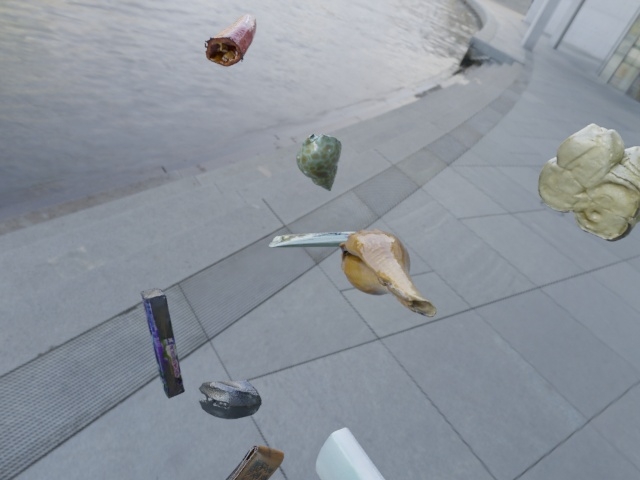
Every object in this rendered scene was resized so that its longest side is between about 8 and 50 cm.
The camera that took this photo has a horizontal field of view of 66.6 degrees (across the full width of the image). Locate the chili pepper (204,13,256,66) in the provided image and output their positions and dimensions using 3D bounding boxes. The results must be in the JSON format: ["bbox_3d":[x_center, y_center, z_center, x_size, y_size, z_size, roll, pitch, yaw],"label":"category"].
[{"bbox_3d":[-0.175,-0.440,1.041,0.088,0.065,0.169,5,47,19],"label":"chili pepper"}]

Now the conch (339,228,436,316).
[{"bbox_3d":[0.095,0.035,0.692,0.093,0.110,0.330,-24,13,-12],"label":"conch"}]

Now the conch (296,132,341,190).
[{"bbox_3d":[-0.005,-0.208,1.262,0.116,0.173,0.106,-3,73,-19],"label":"conch"}]

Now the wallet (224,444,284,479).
[{"bbox_3d":[-0.206,0.693,1.436,0.042,0.195,0.161,39,-5,36],"label":"wallet"}]

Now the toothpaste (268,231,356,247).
[{"bbox_3d":[0.000,0.000,1.202,0.255,0.037,0.067,-2,23,11],"label":"toothpaste"}]

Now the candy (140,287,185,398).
[{"bbox_3d":[-0.442,0.290,1.372,0.061,0.313,0.088,-15,18,-26],"label":"candy"}]

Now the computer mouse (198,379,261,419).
[{"bbox_3d":[-0.187,0.325,0.988,0.134,0.079,0.047,6,4,6],"label":"computer mouse"}]

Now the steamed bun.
[{"bbox_3d":[0.491,-0.114,0.843,0.106,0.193,0.177,-34,52,-27],"label":"steamed bun"}]

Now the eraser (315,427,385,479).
[{"bbox_3d":[0.106,0.691,1.339,0.104,0.189,0.290,-10,39,-34],"label":"eraser"}]
